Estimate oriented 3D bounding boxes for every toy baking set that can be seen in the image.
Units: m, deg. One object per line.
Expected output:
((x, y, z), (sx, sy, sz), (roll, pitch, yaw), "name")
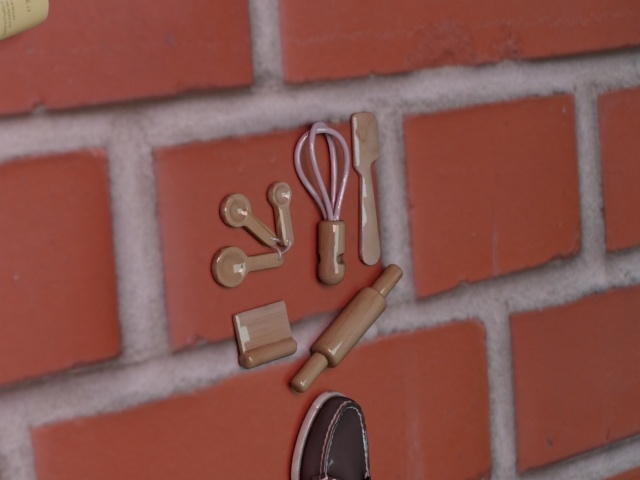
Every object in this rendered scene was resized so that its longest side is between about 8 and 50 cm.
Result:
((0.002, 0.006, 1.530), (0.256, 0.030, 0.197), (-44, 121, -31), "toy baking set")

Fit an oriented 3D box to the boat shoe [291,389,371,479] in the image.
((0.019, 0.252, 1.540), (0.081, 0.069, 0.227), (5, 90, -43), "boat shoe")

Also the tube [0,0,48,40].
((-0.309, -0.145, 1.216), (0.240, 0.062, 0.070), (-26, 70, -32), "tube")
